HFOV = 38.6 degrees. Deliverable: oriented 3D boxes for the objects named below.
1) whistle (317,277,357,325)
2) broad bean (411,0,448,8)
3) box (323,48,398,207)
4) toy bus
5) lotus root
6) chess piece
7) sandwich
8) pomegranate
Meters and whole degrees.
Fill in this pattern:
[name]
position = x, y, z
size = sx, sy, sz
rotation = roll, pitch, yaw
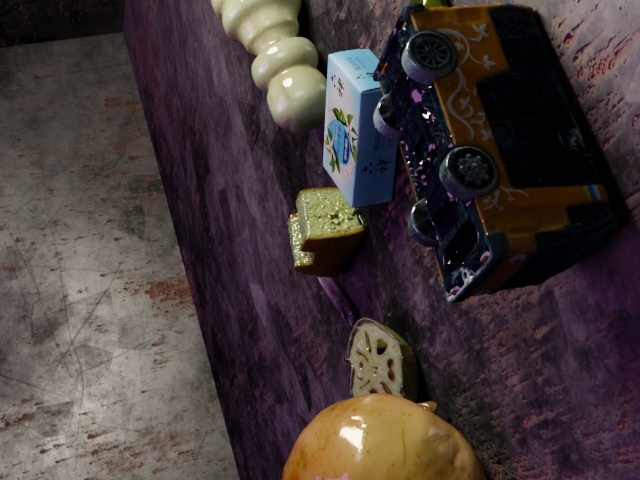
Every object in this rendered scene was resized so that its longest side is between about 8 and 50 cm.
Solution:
[whistle]
position = 0.035, 0.119, 1.941
size = 0.176, 0.033, 0.033
rotation = -125, 29, -52
[broad bean]
position = 0.157, -0.322, 1.278
size = 0.060, 0.043, 0.297
rotation = -55, 48, 53
[box]
position = 0.069, -0.191, 1.564
size = 0.142, 0.083, 0.232
rotation = -121, 25, -47
[toy bus]
position = 0.193, -0.107, 1.067
size = 0.162, 0.194, 0.323
rotation = 117, 141, -62
[lotus root]
position = 0.125, 0.239, 1.681
size = 0.203, 0.078, 0.183
rotation = 40, 126, 51
[chess piece]
position = -0.078, -0.367, 1.793
size = 0.330, 0.182, 0.182
rotation = 67, 159, 15
[sandwich]
position = 0.000, 0.000, 1.827
size = 0.236, 0.128, 0.122
rotation = 111, 151, -58
[pomegranate]
position = 0.116, 0.394, 1.472
size = 0.338, 0.338, 0.338
rotation = 168, 90, -72
